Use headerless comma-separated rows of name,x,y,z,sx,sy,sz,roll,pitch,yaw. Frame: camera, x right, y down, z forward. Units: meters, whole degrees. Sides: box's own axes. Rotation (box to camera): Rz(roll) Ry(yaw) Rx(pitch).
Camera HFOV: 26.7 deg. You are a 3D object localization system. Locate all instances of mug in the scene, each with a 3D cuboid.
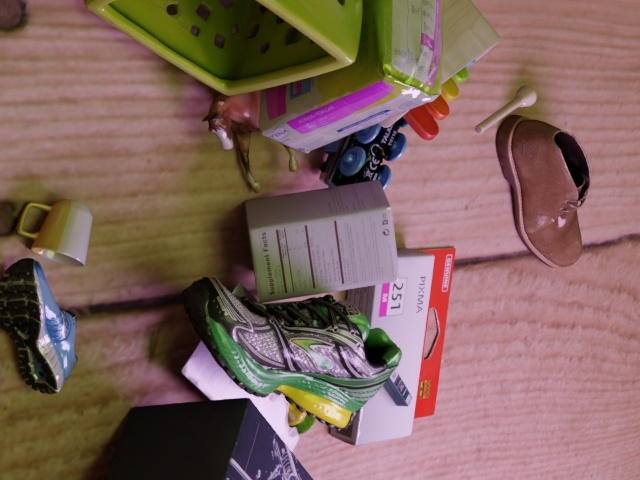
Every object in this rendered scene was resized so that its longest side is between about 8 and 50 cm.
mug,-0.286,-0.013,1.494,0.078,0.062,0.064,35,67,-52

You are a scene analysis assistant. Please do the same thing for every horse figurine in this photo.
horse figurine,-0.047,-0.184,1.697,0.263,0.066,0.174,-51,137,-23

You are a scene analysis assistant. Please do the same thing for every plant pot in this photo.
plant pot,-0.087,-0.312,1.484,0.228,0.227,0.207,31,64,-37

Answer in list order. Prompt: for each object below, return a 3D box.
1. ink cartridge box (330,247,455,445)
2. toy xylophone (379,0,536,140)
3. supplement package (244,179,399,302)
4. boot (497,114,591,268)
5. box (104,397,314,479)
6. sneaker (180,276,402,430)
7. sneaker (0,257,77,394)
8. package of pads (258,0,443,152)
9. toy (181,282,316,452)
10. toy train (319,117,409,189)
ink cartridge box,0.127,0.149,1.976,0.238,0.060,0.275,-2,102,-45
toy xylophone,0.153,-0.233,1.765,0.236,0.081,0.322,56,37,6
supplement package,0.000,0.000,1.702,0.179,0.105,0.105,-9,113,-2
boot,0.377,-0.062,2.144,0.112,0.115,0.305,-51,134,-28
box,-0.129,0.418,1.602,0.312,0.178,0.343,56,37,-39
sneaker,-0.035,0.109,1.641,0.146,0.134,0.343,-47,139,13
sneaker,-0.311,0.088,1.507,0.073,0.063,0.162,-47,137,-51
package of pads,0.039,-0.275,1.577,0.101,0.229,0.297,19,64,-38
toy,-0.089,0.175,1.753,0.237,0.056,0.137,48,64,-36
toy train,0.059,-0.138,1.790,0.080,0.105,0.184,31,77,-37
